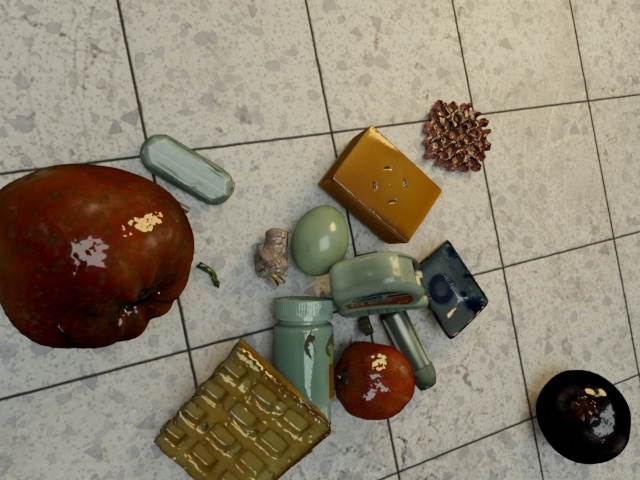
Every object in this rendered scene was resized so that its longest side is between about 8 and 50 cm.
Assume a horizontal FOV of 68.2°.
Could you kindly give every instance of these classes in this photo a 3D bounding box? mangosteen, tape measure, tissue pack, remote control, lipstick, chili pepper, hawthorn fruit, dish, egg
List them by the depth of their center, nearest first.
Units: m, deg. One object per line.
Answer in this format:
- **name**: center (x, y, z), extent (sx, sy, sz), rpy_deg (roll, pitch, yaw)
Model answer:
- **hawthorn fruit**: center (-0.480, 0.015, 0.979), extent (0.402, 0.403, 0.403), rpy_deg (1, 87, -19)
- **lipstick**: center (-0.373, -0.097, 1.189), extent (0.094, 0.019, 0.019), rpy_deg (29, 78, -16)
- **remote control**: center (-0.333, -0.178, 1.191), extent (0.247, 0.052, 0.104), rpy_deg (30, 80, -18)
- **chili pepper**: center (-0.282, 0.088, 1.212), extent (0.083, 0.022, 0.027), rpy_deg (50, 40, -10)
- **tape measure**: center (0.151, 0.110, 1.224), extent (0.243, 0.246, 0.125), rpy_deg (-11, 62, 6)
- **egg**: center (0.000, 0.000, 1.245), extent (0.149, 0.149, 0.192), rpy_deg (24, 76, -17)
- **hawthorn fruit**: center (0.159, 0.376, 1.265), extent (0.253, 0.205, 0.205), rpy_deg (12, 83, -27)
- **tissue pack**: center (0.163, -0.147, 1.314), extent (0.274, 0.145, 0.194), rpy_deg (40, 77, -14)
- **dish**: center (0.362, 0.144, 1.402), extent (0.182, 0.080, 0.243), rpy_deg (-38, 100, -17)
- **mangosteen**: center (0.816, 0.553, 1.473), extent (0.275, 0.275, 0.302), rpy_deg (-59, 141, -13)

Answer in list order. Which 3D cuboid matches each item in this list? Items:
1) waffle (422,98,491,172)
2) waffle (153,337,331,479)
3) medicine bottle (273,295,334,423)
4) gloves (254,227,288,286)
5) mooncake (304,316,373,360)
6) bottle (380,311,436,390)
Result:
- **waffle**: center (0.426, -0.319, 1.463), extent (0.234, 0.055, 0.221), rpy_deg (11, 85, -14)
- **waffle**: center (-0.186, 0.450, 1.112), extent (0.304, 0.077, 0.348), rpy_deg (43, 99, -2)
- **medicine bottle**: center (-0.043, 0.307, 1.211), extent (0.158, 0.158, 0.318), rpy_deg (1, 87, -19)
- **gloves**: center (-0.125, 0.039, 1.230), extent (0.094, 0.110, 0.144), rpy_deg (14, 54, -11)
- **mooncake**: center (0.068, 0.238, 1.190), extent (0.346, 0.057, 0.150), rpy_deg (24, 33, -51)
- **bottle**: center (0.252, 0.308, 1.351), extent (0.254, 0.079, 0.096), rpy_deg (64, 31, -7)
